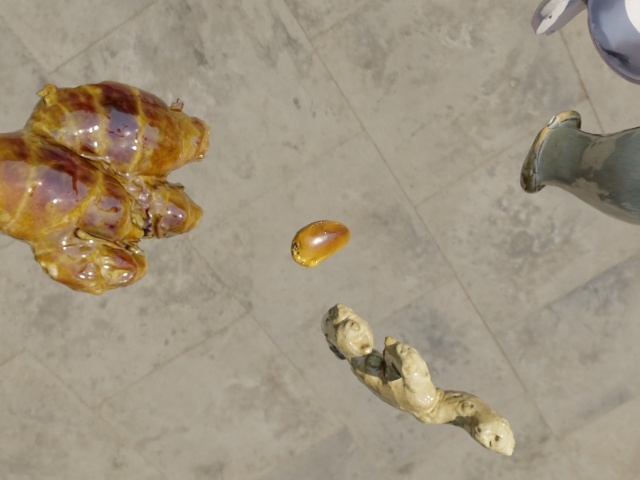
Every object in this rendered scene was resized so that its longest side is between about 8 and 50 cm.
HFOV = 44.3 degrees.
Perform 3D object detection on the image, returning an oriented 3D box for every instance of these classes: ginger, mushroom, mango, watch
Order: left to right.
[{"bbox_3d":[-0.299,-0.089,1.082,0.274,0.357,0.152,43,140,-5],"label":"ginger"},{"bbox_3d":[0.000,0.000,1.429,0.127,0.063,0.077,-23,133,-25],"label":"mango"},{"bbox_3d":[0.093,0.150,0.855,0.065,0.259,0.149,-53,151,-11],"label":"ginger"},{"bbox_3d":[0.283,-0.067,0.731,0.088,0.212,0.097,-7,110,-34],"label":"mushroom"},{"bbox_3d":[0.452,-0.323,1.128,0.211,0.248,0.217,-29,79,-15],"label":"watch"}]
